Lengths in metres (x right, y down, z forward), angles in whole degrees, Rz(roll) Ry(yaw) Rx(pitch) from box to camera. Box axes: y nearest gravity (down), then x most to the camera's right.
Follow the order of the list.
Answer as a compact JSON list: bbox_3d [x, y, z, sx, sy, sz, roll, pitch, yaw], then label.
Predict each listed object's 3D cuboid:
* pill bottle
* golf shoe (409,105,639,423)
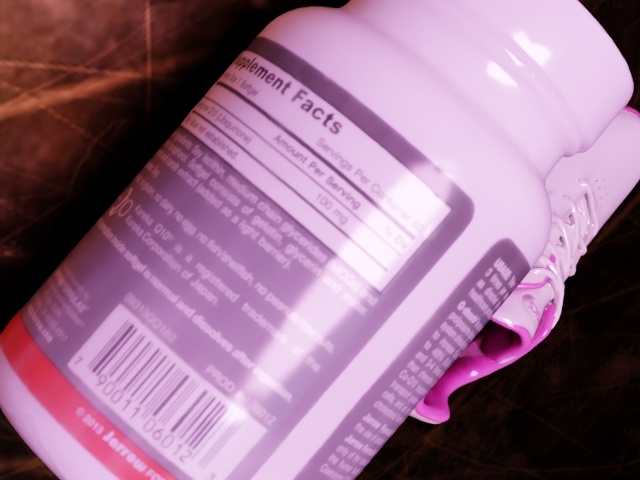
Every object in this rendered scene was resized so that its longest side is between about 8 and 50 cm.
[{"bbox_3d":[0.000,0.000,0.727,0.363,0.210,0.210,-49,130,-2],"label":"pill bottle"},{"bbox_3d":[0.137,0.018,0.876,0.306,0.140,0.115,-38,128,-13],"label":"golf shoe"}]
